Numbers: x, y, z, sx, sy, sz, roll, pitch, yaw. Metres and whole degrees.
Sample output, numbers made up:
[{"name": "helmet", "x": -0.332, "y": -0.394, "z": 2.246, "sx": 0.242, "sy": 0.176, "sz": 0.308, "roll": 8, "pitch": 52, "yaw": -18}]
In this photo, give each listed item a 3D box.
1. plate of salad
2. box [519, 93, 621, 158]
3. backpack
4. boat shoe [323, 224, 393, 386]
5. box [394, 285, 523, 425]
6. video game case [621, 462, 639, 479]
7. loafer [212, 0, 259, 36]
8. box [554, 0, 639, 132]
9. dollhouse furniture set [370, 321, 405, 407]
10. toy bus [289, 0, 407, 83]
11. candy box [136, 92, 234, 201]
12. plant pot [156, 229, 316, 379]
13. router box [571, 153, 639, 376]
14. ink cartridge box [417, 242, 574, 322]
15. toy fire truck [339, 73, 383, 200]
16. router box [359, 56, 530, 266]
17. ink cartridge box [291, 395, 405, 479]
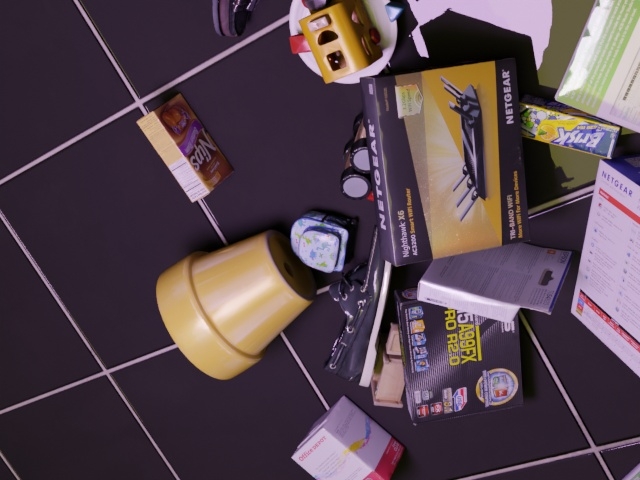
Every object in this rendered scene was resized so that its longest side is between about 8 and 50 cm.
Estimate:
[{"name": "plate of salad", "x": 0.041, "y": -0.369, "z": 1.739, "sx": 0.200, "sy": 0.048, "sz": 0.199, "roll": 11, "pitch": 119, "yaw": 20}, {"name": "box", "x": 0.406, "y": -0.189, "z": 1.666, "sx": 0.169, "sy": 0.054, "sz": 0.059, "roll": 17, "pitch": 121, "yaw": 16}, {"name": "backpack", "x": 0.000, "y": 0.000, "z": 1.933, "sx": 0.114, "sy": 0.084, "sz": 0.105, "roll": 18, "pitch": 120, "yaw": 18}, {"name": "boat shoe", "x": 0.069, "y": 0.116, "z": 1.919, "sx": 0.113, "sy": 0.127, "sz": 0.340, "roll": 10, "pitch": 118, "yaw": 4}, {"name": "box", "x": 0.259, "y": 0.201, "z": 1.881, "sx": 0.216, "sy": 0.060, "sz": 0.270, "roll": -9, "pitch": 115, "yaw": -3}, {"name": "video game case", "x": 0.652, "y": 0.535, "z": 1.959, "sx": 0.193, "sy": 0.023, "sz": 0.212, "roll": 34, "pitch": 125, "yaw": 4}, {"name": "loafer", "x": -0.117, "y": -0.484, "z": 1.719, "sx": 0.095, "sy": 0.109, "sz": 0.302, "roll": 17, "pitch": 119, "yaw": 11}, {"name": "box", "x": 0.555, "y": -0.267, "z": 1.559, "sx": 0.322, "sy": 0.058, "sz": 0.232, "roll": 24, "pitch": 123, "yaw": 10}, {"name": "dollhouse furniture set", "x": 0.195, "y": 0.229, "z": 1.985, "sx": 0.161, "sy": 0.101, "sz": 0.181, "roll": 7, "pitch": 120, "yaw": -8}, {"name": "toy bus", "x": 0.018, "y": -0.360, "z": 1.661, "sx": 0.202, "sy": 0.104, "sz": 0.190, "roll": 26, "pitch": 122, "yaw": 12}, {"name": "candy box", "x": -0.256, "y": -0.179, "z": 1.938, "sx": 0.053, "sy": 0.109, "sz": 0.186, "roll": -26, "pitch": 104, "yaw": 33}, {"name": "plant pot", "x": -0.149, "y": 0.108, "z": 1.974, "sx": 0.239, "sy": 0.254, "sz": 0.254, "roll": -32, "pitch": 100, "yaw": 19}, {"name": "router box", "x": 0.541, "y": 0.068, "z": 1.593, "sx": 0.082, "sy": 0.335, "sz": 0.301, "roll": -8, "pitch": 121, "yaw": -19}, {"name": "ink cartridge box", "x": 0.306, "y": 0.061, "z": 1.743, "sx": 0.224, "sy": 0.223, "sz": 0.045, "roll": 13, "pitch": 121, "yaw": 19}, {"name": "toy fire truck", "x": 0.174, "y": -0.142, "z": 1.759, "sx": 0.247, "sy": 0.158, "sz": 0.217, "roll": 15, "pitch": 129, "yaw": -7}, {"name": "router box", "x": 0.205, "y": -0.132, "z": 1.653, "sx": 0.243, "sy": 0.081, "sz": 0.308, "roll": -11, "pitch": 103, "yaw": -13}, {"name": "ink cartridge box", "x": 0.058, "y": 0.442, "z": 2.115, "sx": 0.176, "sy": 0.127, "sz": 0.128, "roll": 41, "pitch": 125, "yaw": -1}]
